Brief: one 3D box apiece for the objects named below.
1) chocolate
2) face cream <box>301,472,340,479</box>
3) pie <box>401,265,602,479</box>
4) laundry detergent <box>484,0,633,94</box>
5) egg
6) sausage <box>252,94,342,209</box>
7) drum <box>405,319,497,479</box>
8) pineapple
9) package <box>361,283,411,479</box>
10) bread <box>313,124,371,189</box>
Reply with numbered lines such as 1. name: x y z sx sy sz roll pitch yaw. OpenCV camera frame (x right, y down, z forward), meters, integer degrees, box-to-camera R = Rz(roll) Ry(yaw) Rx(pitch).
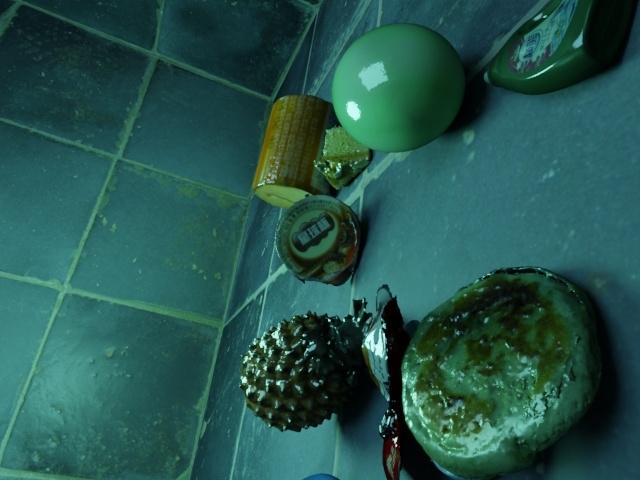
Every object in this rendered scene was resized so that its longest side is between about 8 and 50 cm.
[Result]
1. chocolate: 0.007 0.004 1.120 0.147 0.221 0.222 36 -110 -79
2. face cream: 0.017 0.463 0.745 0.264 0.083 0.149 151 132 -66
3. pie: 0.182 0.128 0.507 0.240 0.054 0.241 -39 25 22
4. laundry detergent: 0.293 -0.255 0.618 0.211 0.062 0.137 -169 98 -75
5. egg: 0.135 -0.268 0.837 0.269 0.220 0.221 -157 84 -71
6. sausage: -0.060 -0.256 1.413 0.233 0.233 0.287 160 124 -68
7. drum: 0.170 0.176 0.607 0.253 0.049 0.130 -94 27 -49
8. pineapple: 0.010 0.208 0.842 0.357 0.222 0.223 -41 35 44
9. package: 0.099 0.202 0.652 0.194 0.071 0.270 -15 -82 -79
10. bread: 0.078 -0.224 1.237 0.152 0.127 0.147 -13 53 31
